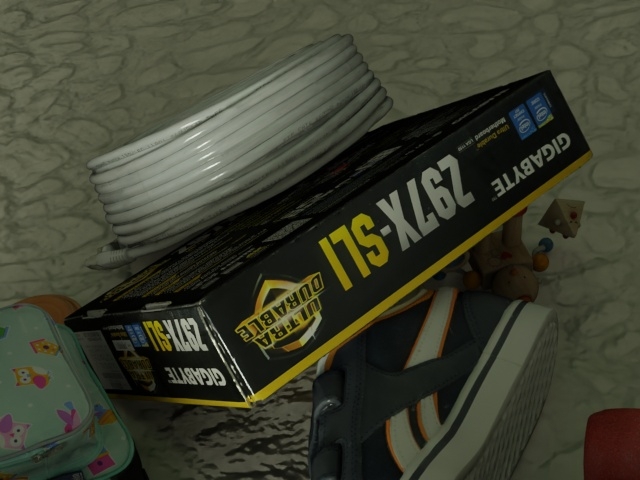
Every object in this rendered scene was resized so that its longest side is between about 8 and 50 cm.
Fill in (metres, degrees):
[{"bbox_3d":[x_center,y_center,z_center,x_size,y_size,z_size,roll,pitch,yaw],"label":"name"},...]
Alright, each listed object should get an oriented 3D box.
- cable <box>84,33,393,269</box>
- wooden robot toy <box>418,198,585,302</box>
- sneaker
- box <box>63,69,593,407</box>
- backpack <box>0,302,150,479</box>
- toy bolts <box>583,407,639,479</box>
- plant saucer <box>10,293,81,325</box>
[{"bbox_3d":[-0.068,-0.084,0.976,0.257,0.089,0.257,-20,13,43],"label":"cable"},{"bbox_3d":[0.135,0.020,0.900,0.173,0.076,0.079,-15,49,-7],"label":"wooden robot toy"},{"bbox_3d":[0.043,0.142,0.717,0.127,0.126,0.321,13,35,22],"label":"sneaker"},{"bbox_3d":[0.000,0.000,0.847,0.322,0.079,0.257,-34,10,-29],"label":"box"},{"bbox_3d":[-0.224,0.142,0.759,0.188,0.144,0.166,-25,46,-15],"label":"backpack"},{"bbox_3d":[0.219,0.167,0.605,0.228,0.218,0.158,-5,42,36],"label":"toy bolts"},{"bbox_3d":[-0.233,0.071,0.953,0.083,0.013,0.083,-6,38,5],"label":"plant saucer"}]
